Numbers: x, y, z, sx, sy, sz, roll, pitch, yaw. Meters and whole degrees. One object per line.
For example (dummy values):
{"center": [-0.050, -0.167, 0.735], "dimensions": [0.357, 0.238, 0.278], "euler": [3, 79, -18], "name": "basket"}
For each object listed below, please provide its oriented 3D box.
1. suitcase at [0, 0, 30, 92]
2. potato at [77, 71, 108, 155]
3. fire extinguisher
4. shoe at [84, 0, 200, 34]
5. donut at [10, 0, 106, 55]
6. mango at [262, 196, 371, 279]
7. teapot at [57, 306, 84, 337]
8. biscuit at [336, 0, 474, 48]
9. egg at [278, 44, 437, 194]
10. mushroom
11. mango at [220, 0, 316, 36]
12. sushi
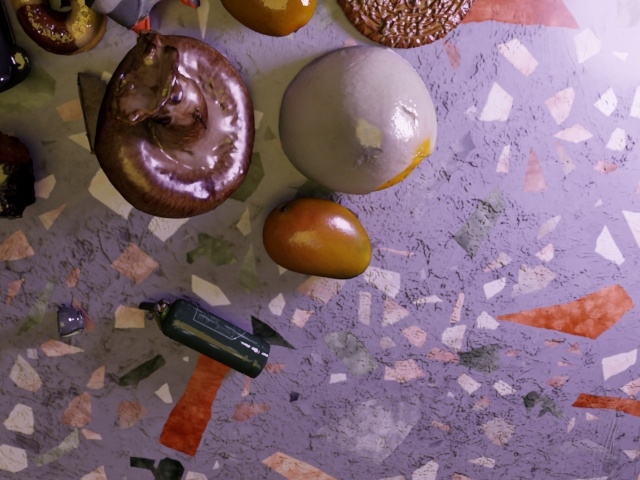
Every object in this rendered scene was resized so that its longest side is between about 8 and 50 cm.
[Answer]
{"center": [-0.745, -0.406, 1.092], "dimensions": [0.340, 0.188, 0.345], "euler": [-12, 113, -2], "name": "suitcase"}
{"center": [-0.439, -0.250, 1.251], "dimensions": [0.101, 0.089, 0.172], "euler": [-14, 81, -22], "name": "potato"}
{"center": [-0.274, 0.216, 1.429], "dimensions": [0.311, 0.114, 0.095], "euler": [31, 66, -17], "name": "fire extinguisher"}
{"center": [-0.270, -0.515, 1.131], "dimensions": [0.336, 0.132, 0.171], "euler": [-50, 129, 1], "name": "shoe"}
{"center": [-0.494, -0.444, 1.149], "dimensions": [0.166, 0.073, 0.184], "euler": [-11, 108, -15], "name": "donut"}
{"center": [0.000, -0.006, 1.345], "dimensions": [0.255, 0.139, 0.175], "euler": [12, 122, -18], "name": "mango"}
{"center": [-0.577, 0.192, 1.411], "dimensions": [0.057, 0.066, 0.088], "euler": [-2, 135, -22], "name": "teapot"}
{"center": [0.175, -0.533, 1.208], "dimensions": [0.305, 0.038, 0.305], "euler": [-2, 111, -5], "name": "biscuit"}
{"center": [0.084, -0.231, 1.233], "dimensions": [0.337, 0.201, 0.337], "euler": [-2, 109, -6], "name": "egg"}
{"center": [-0.244, -0.229, 1.121], "dimensions": [0.334, 0.331, 0.356], "euler": [24, 146, -33], "name": "mushroom"}
{"center": [-0.114, -0.479, 1.161], "dimensions": [0.221, 0.120, 0.151], "euler": [23, 104, -6], "name": "mango"}
{"center": [-0.747, -0.125, 1.215], "dimensions": [0.344, 0.196, 0.181], "euler": [0, 92, -11], "name": "sushi"}
